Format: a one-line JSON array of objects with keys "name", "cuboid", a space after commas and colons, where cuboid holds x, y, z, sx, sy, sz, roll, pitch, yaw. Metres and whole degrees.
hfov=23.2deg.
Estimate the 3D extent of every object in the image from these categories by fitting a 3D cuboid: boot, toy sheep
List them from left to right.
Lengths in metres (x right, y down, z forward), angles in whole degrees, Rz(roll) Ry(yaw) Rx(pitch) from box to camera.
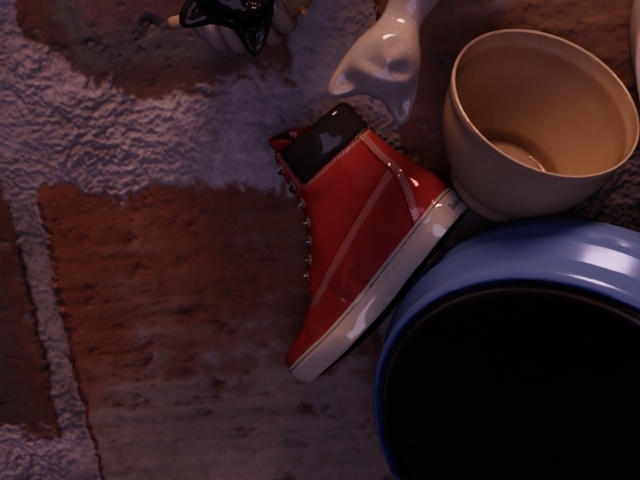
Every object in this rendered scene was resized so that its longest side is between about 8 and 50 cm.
[{"name": "toy sheep", "cuboid": [-0.065, -0.198, 1.310, 0.132, 0.091, 0.091, -18, 108, 14]}, {"name": "boot", "cuboid": [0.000, 0.000, 1.392, 0.176, 0.088, 0.244, 40, 120, 8]}]

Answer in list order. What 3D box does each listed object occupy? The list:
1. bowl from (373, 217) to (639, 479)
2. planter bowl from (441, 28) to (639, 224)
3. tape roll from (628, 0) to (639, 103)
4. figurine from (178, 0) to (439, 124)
[{"name": "bowl", "cuboid": [0.221, 0.169, 1.322, 0.391, 0.077, 0.391, 17, 127, 23]}, {"name": "planter bowl", "cuboid": [0.169, -0.081, 1.301, 0.162, 0.162, 0.109, 22, 138, -2]}, {"name": "tape roll", "cuboid": [0.396, -0.159, 1.260, 0.286, 0.100, 0.286, 2, 111, 6]}, {"name": "figurine", "cuboid": [0.021, -0.220, 1.243, 0.215, 0.092, 0.209, 26, 83, -4]}]
